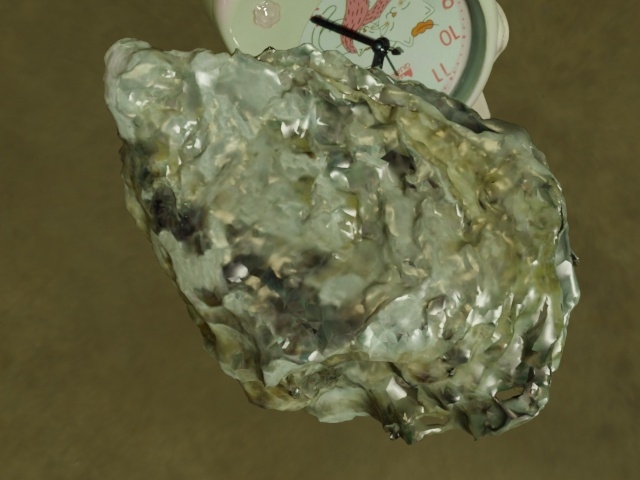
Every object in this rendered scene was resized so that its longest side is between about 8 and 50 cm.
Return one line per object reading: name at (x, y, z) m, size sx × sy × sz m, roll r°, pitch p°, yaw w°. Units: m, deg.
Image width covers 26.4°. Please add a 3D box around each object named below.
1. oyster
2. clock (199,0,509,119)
oyster at (0.000, 0.000, 0.703) m, size 0.267 × 0.112 × 0.198 m, roll 11°, pitch 98°, yaw 21°
clock at (0.051, -0.207, 1.394) m, size 0.265 × 0.108 × 0.324 m, roll -34°, pitch 126°, yaw -2°
